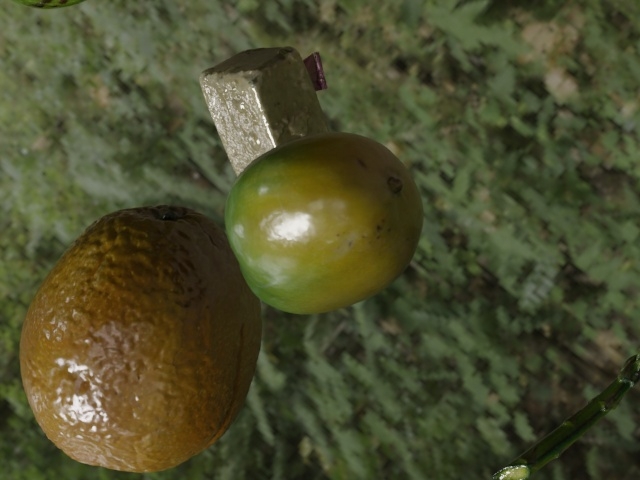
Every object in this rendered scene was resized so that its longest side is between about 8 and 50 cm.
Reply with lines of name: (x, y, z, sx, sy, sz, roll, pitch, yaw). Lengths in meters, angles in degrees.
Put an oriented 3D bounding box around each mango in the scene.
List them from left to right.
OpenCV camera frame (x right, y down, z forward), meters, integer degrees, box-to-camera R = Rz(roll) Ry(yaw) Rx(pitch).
mango: (0.000, 0.000, 1.077, 0.251, 0.156, 0.114, 100, 163, -62)

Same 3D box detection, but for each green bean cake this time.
green bean cake: (-0.054, -0.126, 1.494, 0.109, 0.085, 0.179, 9, 125, 49)

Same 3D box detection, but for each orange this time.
orange: (-0.236, 0.126, 1.766, 0.322, 0.357, 0.322, 13, -160, -5)

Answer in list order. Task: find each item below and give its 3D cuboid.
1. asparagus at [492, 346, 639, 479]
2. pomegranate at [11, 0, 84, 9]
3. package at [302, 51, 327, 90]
asparagus: (0.267, 0.167, 1.304, 0.034, 0.236, 0.027, 50, 177, -28)
pomegranate: (-0.205, -0.224, 0.885, 0.169, 0.122, 0.143, 10, 149, 8)
package: (-0.032, -0.225, 1.834, 0.029, 0.083, 0.059, 30, 136, 58)
